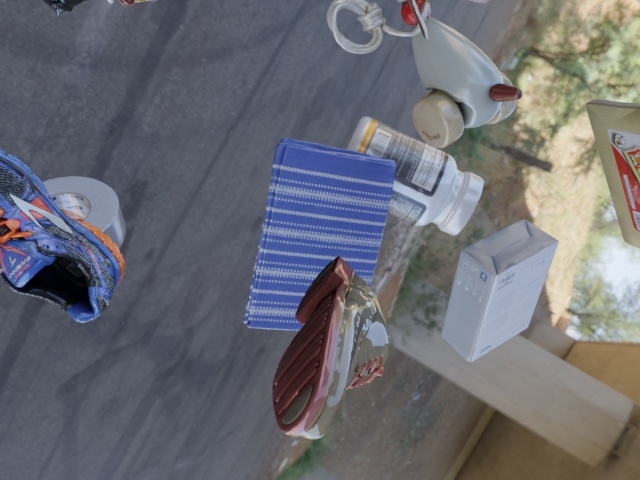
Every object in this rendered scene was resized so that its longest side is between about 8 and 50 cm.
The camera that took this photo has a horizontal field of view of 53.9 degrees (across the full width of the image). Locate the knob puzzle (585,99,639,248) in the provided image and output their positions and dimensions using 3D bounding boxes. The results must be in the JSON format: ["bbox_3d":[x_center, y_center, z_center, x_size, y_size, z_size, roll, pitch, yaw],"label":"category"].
[{"bbox_3d":[0.332,-0.043,0.557,0.030,0.213,0.213,-31,160,-7],"label":"knob puzzle"}]

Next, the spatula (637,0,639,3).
[{"bbox_3d":[0.408,-0.396,0.805,0.019,0.242,0.168,-40,170,-41],"label":"spatula"}]

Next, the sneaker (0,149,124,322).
[{"bbox_3d":[-0.261,-0.005,0.548,0.083,0.087,0.221,-41,126,13],"label":"sneaker"}]

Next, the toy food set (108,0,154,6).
[{"bbox_3d":[-0.528,-0.728,1.826,0.217,0.071,0.128,-13,149,-8],"label":"toy food set"}]

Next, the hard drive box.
[{"bbox_3d":[0.343,0.099,1.222,0.181,0.089,0.232,-22,134,-30],"label":"hard drive box"}]

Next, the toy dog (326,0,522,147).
[{"bbox_3d":[0.192,-0.294,0.918,0.220,0.333,0.161,-53,-159,-18],"label":"toy dog"}]

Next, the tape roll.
[{"bbox_3d":[-0.494,-0.029,1.217,0.219,0.219,0.072,-48,152,-38],"label":"tape roll"}]

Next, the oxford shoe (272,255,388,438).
[{"bbox_3d":[0.034,0.133,0.782,0.123,0.130,0.348,-49,-172,24],"label":"oxford shoe"}]

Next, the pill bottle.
[{"bbox_3d":[0.176,-0.126,1.286,0.162,0.278,0.162,-155,-90,-88],"label":"pill bottle"}]

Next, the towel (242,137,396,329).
[{"bbox_3d":[0.000,0.000,1.125,0.243,0.040,0.336,6,103,-28],"label":"towel"}]

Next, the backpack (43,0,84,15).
[{"bbox_3d":[-0.564,-0.597,1.306,0.144,0.188,0.166,-43,175,-14],"label":"backpack"}]
